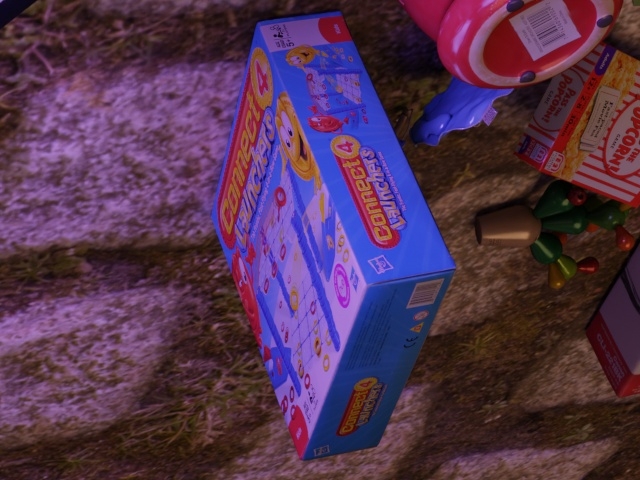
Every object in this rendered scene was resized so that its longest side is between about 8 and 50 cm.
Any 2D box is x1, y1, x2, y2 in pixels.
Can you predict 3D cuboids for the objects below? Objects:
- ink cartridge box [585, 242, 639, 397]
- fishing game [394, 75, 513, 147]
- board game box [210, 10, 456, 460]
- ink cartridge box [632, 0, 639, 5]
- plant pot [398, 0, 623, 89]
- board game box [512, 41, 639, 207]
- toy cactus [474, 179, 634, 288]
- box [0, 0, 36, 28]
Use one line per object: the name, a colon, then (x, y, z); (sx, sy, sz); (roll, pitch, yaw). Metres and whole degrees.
ink cartridge box: (0.491, 0.074, 2.241); (0.197, 0.114, 0.273); (-10, 147, -20)
fishing game: (0.163, -0.146, 1.641); (0.264, 0.189, 0.041); (-34, 106, 26)
board game box: (0.000, 0.000, 1.624); (0.086, 0.302, 0.308); (-10, 146, -20)
ink cartridge box: (0.408, -0.246, 1.674); (0.209, 0.062, 0.109); (-5, 153, 12)
plant pot: (0.154, -0.237, 1.486); (0.191, 0.174, 0.191); (-15, 149, -9)
board game box: (0.304, -0.125, 1.823); (0.193, 0.045, 0.147); (15, 106, -47)
toy cactus: (0.271, -0.011, 1.998); (0.180, 0.112, 0.219); (-7, 156, -8)
box: (-0.241, -0.247, 1.222); (0.156, 0.158, 0.093); (-34, 147, 19)
